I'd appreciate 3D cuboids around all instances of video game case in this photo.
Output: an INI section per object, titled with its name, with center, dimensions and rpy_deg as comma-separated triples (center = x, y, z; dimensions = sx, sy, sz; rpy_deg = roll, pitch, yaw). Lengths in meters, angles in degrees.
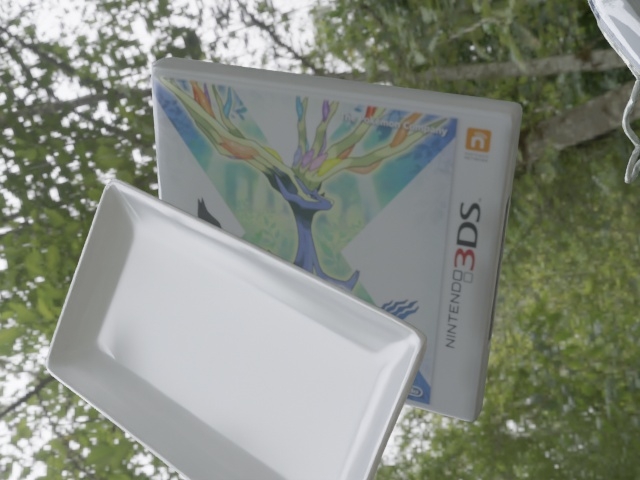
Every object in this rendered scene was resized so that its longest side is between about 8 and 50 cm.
[video game case]
center = 0.000, 0.000, 0.757
dimensions = 0.036, 0.329, 0.300
rpy_deg = -46, -38, -56

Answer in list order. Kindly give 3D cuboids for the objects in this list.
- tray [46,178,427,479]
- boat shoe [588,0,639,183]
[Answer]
[tray]
center = -0.063, 0.069, 0.503
dimensions = 0.030, 0.270, 0.145
rpy_deg = 15, -82, -54
[boat shoe]
center = 0.358, -0.094, 0.771
dimensions = 0.367, 0.156, 0.136
rpy_deg = 42, -127, -2
